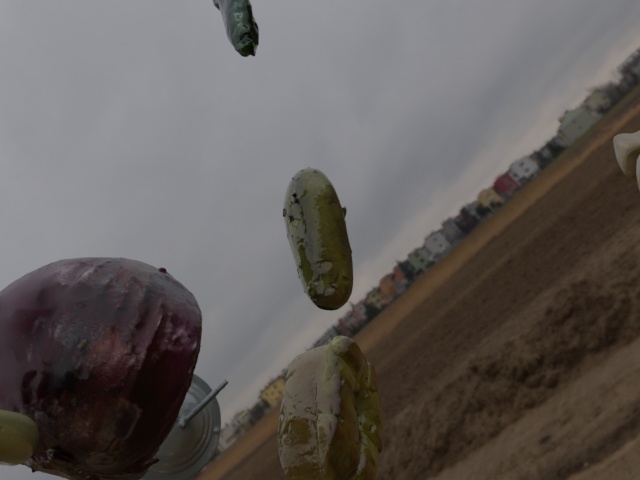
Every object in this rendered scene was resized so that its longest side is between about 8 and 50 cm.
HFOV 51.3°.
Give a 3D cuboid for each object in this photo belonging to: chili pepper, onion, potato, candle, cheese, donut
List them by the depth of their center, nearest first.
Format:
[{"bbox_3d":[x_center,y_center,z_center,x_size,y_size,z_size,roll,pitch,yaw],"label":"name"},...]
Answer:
[{"bbox_3d":[-0.350,0.165,0.574,0.127,0.050,0.255,-4,-21,2],"label":"cheese"},{"bbox_3d":[-0.311,0.149,0.854,0.336,0.260,0.282,-35,32,56],"label":"onion"},{"bbox_3d":[0.000,0.000,0.866,0.085,0.188,0.105,-10,-16,-8],"label":"potato"},{"bbox_3d":[0.022,0.300,1.105,0.128,0.209,0.261,-13,36,22],"label":"donut"},{"bbox_3d":[-0.144,-0.399,1.169,0.062,0.216,0.108,-12,-38,-12],"label":"chili pepper"},{"bbox_3d":[-0.321,0.357,1.271,0.221,0.221,0.342,-36,5,-35],"label":"candle"}]

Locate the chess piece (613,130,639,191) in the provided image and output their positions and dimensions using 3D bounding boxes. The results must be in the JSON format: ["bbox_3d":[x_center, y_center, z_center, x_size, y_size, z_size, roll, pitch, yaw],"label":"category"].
[{"bbox_3d":[0.381,-0.066,0.658,0.137,0.137,0.301,-46,7,29],"label":"chess piece"}]
